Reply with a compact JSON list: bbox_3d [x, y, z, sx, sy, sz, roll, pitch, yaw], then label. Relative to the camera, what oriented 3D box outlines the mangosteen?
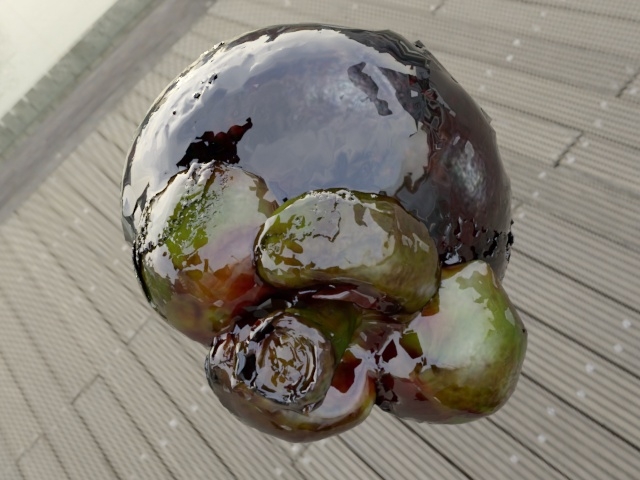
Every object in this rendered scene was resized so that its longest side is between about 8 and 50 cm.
[{"bbox_3d":[0.015,-0.017,0.925,0.381,0.381,0.421,-44,30,-1],"label":"mangosteen"}]
